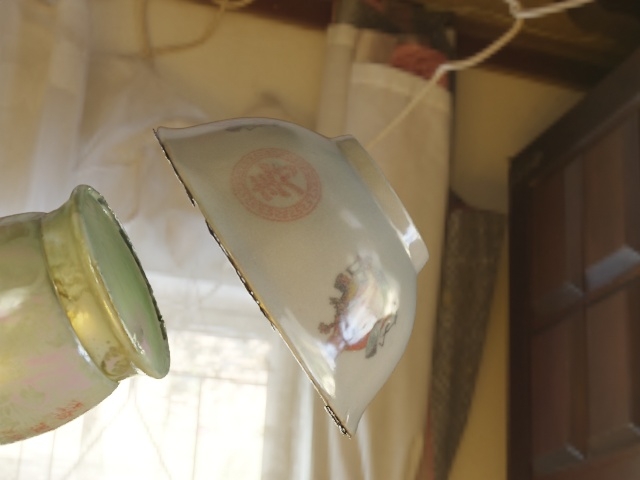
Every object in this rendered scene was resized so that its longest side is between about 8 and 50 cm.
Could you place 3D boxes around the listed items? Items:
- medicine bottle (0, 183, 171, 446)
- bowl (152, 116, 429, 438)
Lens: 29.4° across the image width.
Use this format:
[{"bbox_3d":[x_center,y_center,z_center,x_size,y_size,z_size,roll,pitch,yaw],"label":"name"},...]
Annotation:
[{"bbox_3d":[-0.186,0.051,0.816,0.143,0.147,0.147,-22,157,2],"label":"medicine bottle"},{"bbox_3d":[0.000,0.000,1.148,0.157,0.345,0.345,-32,157,-2],"label":"bowl"}]
